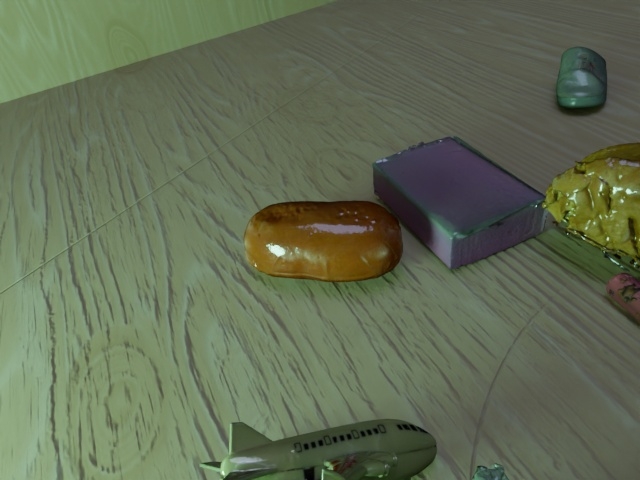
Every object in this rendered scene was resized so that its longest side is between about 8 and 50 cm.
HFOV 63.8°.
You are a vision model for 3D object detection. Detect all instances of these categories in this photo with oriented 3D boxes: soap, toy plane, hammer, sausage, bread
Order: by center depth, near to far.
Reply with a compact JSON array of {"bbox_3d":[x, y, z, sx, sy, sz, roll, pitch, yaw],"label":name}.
[{"bbox_3d":[0.011,0.225,0.515,0.244,0.229,0.092,9,72,-20],"label":"toy plane"},{"bbox_3d":[0.412,0.076,0.666,0.043,0.043,0.083,-18,38,-8],"label":"hammer"},{"bbox_3d":[0.452,-0.049,0.688,0.260,0.147,0.160,35,48,26],"label":"bread"},{"bbox_3d":[-0.001,0.002,0.803,0.258,0.133,0.133,2,40,15],"label":"sausage"},{"bbox_3d":[0.226,-0.075,0.871,0.181,0.081,0.259,-22,41,-13],"label":"soap"}]

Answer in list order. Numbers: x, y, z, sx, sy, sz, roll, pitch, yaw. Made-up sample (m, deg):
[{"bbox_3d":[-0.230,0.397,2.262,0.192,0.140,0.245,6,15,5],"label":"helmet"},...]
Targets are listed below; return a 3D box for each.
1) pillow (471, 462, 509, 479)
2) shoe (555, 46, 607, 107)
[{"bbox_3d":[0.089,0.335,0.354,0.283,0.138,0.310,-20,42,-10],"label":"pillow"},{"bbox_3d":[0.580,-0.377,1.139,0.103,0.100,0.251,6,39,20],"label":"shoe"}]
